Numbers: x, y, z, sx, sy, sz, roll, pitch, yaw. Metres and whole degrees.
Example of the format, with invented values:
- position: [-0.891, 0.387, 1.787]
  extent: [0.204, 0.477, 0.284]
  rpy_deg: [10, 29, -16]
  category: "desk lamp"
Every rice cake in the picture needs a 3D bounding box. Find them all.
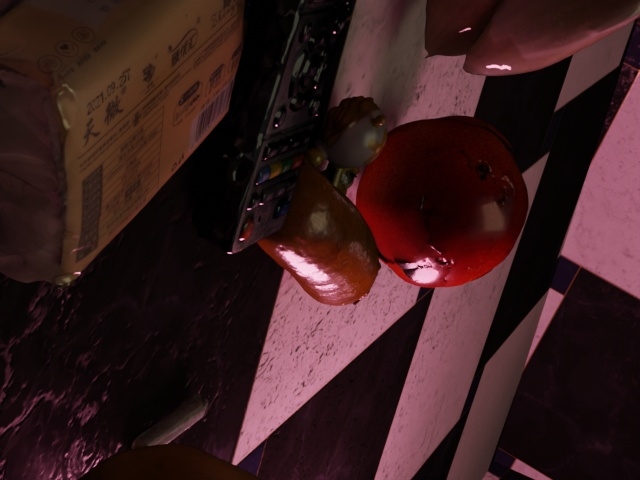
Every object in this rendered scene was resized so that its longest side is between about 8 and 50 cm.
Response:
- position: [-0.145, 0.180, 1.306]
  extent: [0.121, 0.021, 0.022]
  rpy_deg: [-31, 145, -60]
  category: "rice cake"

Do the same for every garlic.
- position: [0.242, -0.325, 1.469]
  extent: [0.132, 0.325, 0.279]
  rpy_deg: [54, 25, -47]
  category: "garlic"

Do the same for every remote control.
- position: [-0.025, -0.181, 1.147]
  extent: [0.144, 0.062, 0.399]
  rpy_deg: [-27, 138, -64]
  category: "remote control"

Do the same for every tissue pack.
- position: [-0.136, -0.097, 0.864]
  extent: [0.222, 0.090, 0.186]
  rpy_deg: [-52, 159, -39]
  category: "tissue pack"

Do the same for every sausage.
- position: [-0.001, 0.002, 1.389]
  extent: [0.109, 0.109, 0.270]
  rpy_deg: [-65, 160, -10]
  category: "sausage"

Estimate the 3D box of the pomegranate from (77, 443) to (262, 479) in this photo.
- position: [-0.127, 0.331, 1.063]
  extent: [0.332, 0.332, 0.333]
  rpy_deg: [-56, 160, -33]
  category: "pomegranate"

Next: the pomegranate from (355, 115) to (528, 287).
- position: [0.139, -0.051, 1.601]
  extent: [0.210, 0.210, 0.235]
  rpy_deg: [-70, -157, 9]
  category: "pomegranate"

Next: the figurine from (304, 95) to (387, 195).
- position: [0.022, -0.089, 1.417]
  extent: [0.143, 0.068, 0.101]
  rpy_deg: [-56, 161, 22]
  category: "figurine"
